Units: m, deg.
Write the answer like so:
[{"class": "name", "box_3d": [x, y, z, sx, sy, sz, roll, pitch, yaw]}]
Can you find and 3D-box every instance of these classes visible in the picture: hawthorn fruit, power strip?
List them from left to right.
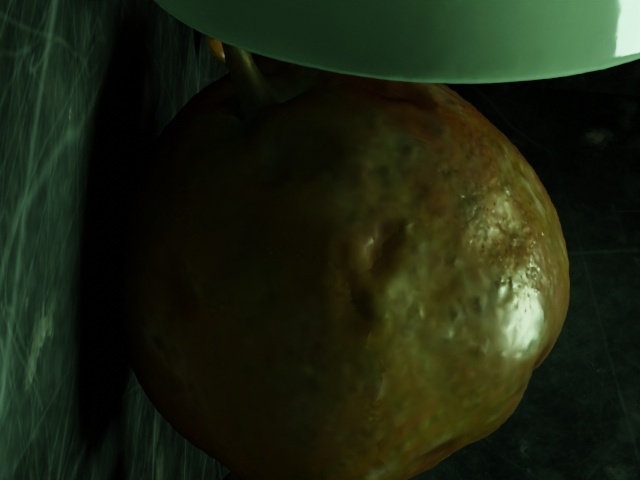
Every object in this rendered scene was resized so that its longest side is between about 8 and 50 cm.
[{"class": "hawthorn fruit", "box_3d": [0.000, 0.000, 1.050, 0.277, 0.277, 0.298, -81, 154, -56]}, {"class": "power strip", "box_3d": [0.072, -0.222, 0.969, 0.357, 0.357, 0.161, -80, 173, -61]}]

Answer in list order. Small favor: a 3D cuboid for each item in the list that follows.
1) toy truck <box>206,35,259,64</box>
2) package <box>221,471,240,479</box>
[{"class": "toy truck", "box_3d": [0.016, -0.264, 1.317, 0.288, 0.211, 0.204, 85, 11, -55]}, {"class": "package", "box_3d": [-0.065, 0.238, 1.138, 0.288, 0.108, 0.223, -46, -168, 27]}]
